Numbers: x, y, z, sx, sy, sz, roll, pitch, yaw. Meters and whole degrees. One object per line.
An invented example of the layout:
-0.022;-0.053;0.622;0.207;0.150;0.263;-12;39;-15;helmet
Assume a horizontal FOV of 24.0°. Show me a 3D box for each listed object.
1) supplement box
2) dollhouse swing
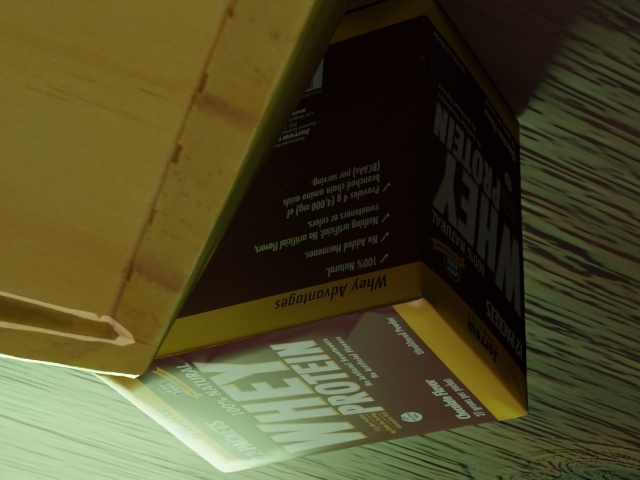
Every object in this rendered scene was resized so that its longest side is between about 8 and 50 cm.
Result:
0.000;0.000;0.821;0.191;0.194;0.129;-14;142;25;supplement box
-0.123;-0.165;0.553;0.305;0.315;0.347;27;138;-1;dollhouse swing
